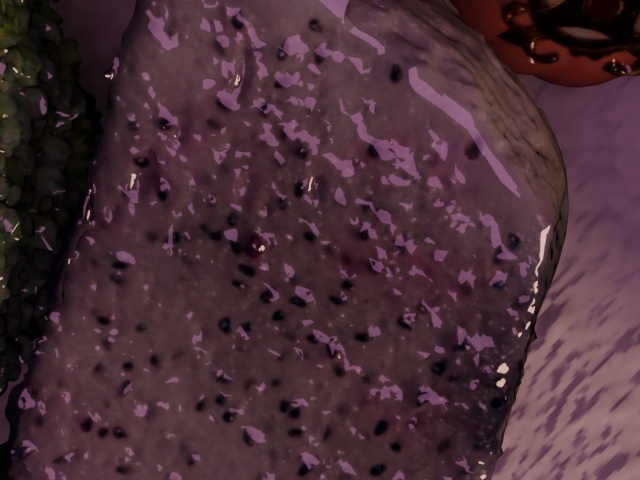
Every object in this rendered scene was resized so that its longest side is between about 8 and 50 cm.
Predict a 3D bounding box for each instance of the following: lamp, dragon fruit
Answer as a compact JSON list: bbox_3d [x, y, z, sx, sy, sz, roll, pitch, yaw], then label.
[{"bbox_3d":[0.128,-0.156,0.699,0.182,0.140,0.182,-1,145,-1],"label":"lamp"},{"bbox_3d":[0.000,0.000,0.713,0.221,0.204,0.283,20,110,7],"label":"dragon fruit"}]

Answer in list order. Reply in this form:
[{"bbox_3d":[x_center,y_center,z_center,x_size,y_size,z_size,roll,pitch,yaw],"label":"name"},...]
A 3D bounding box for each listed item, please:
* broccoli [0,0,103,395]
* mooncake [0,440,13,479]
[{"bbox_3d":[-0.240,-0.029,0.691,0.338,0.317,0.277,38,63,-37],"label":"broccoli"},{"bbox_3d":[-0.077,0.183,0.755,0.245,0.245,0.133,-1,112,8],"label":"mooncake"}]
